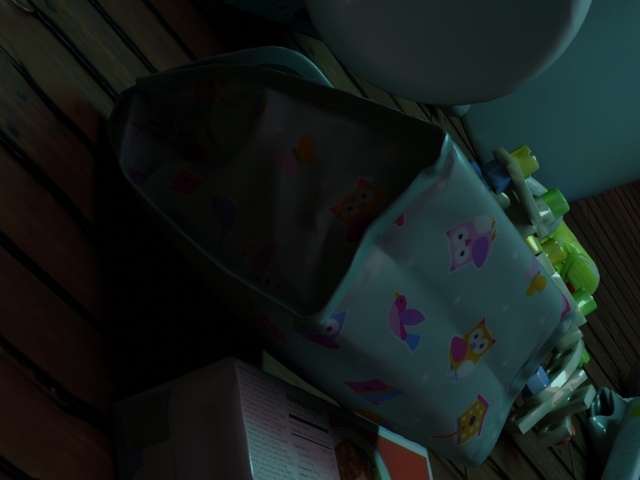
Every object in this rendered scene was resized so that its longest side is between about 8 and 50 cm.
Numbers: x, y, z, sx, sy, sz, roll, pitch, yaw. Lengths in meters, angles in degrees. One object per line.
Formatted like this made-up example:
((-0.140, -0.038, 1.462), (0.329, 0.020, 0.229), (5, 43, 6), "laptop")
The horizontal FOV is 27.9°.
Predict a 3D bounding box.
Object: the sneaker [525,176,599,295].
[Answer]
((0.273, -0.020, 1.684), (0.240, 0.091, 0.126), (53, 8, -33), "sneaker")

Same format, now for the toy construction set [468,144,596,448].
((0.221, 0.049, 1.374), (0.215, 0.151, 0.327), (-130, -157, -80), "toy construction set")

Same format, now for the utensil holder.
((0.401, -0.234, 1.747), (0.327, 0.386, 0.327), (51, 27, -38), "utensil holder")

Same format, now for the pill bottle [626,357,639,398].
((0.553, 0.309, 1.887), (0.169, 0.169, 0.301), (51, 27, -37), "pill bottle")

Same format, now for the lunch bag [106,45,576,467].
((0.000, 0.000, 0.823), (0.262, 0.160, 0.223), (28, -13, 44), "lunch bag")

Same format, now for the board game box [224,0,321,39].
((-0.024, -0.330, 1.249), (0.336, 0.079, 0.253), (1, 70, -67), "board game box")

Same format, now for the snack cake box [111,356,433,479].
((-0.009, 0.184, 0.789), (0.264, 0.089, 0.152), (35, 37, -54), "snack cake box")

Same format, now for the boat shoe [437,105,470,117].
((0.155, -0.251, 1.616), (0.081, 0.079, 0.227), (56, 28, -51), "boat shoe")

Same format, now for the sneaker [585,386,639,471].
((0.405, 0.235, 1.747), (0.094, 0.080, 0.212), (57, 23, 2), "sneaker")

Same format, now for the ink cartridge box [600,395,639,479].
((0.470, 0.353, 1.634), (0.303, 0.072, 0.307), (52, 43, -17), "ink cartridge box")

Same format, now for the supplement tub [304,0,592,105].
((0.115, -0.287, 1.114), (0.235, 0.235, 0.325), (57, 24, -26), "supplement tub")
